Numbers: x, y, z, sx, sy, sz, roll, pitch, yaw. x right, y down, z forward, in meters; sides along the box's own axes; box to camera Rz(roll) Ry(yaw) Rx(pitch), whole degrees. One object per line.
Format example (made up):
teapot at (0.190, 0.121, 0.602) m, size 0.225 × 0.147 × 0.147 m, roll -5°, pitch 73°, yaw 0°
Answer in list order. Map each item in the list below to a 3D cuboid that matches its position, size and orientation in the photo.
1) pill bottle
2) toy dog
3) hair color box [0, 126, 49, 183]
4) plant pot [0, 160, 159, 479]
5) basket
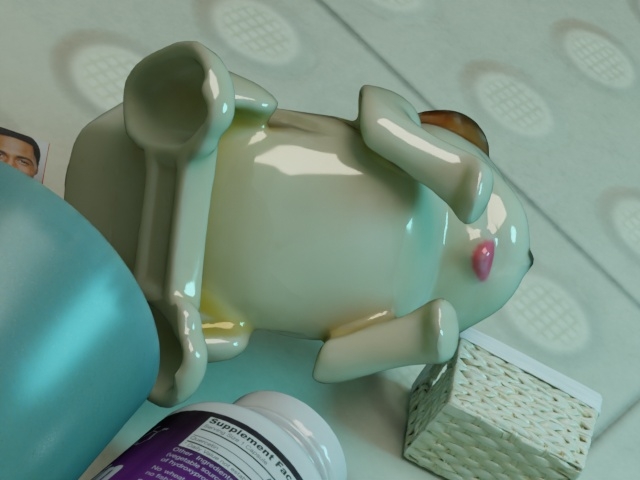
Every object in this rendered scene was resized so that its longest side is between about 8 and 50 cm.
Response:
pill bottle at (-0.111, 0.246, 1.299) m, size 0.181 × 0.181 × 0.323 m, roll 41°, pitch 38°, yaw 8°
toy dog at (0.000, 0.000, 1.480) m, size 0.408 × 0.395 × 0.284 m, roll 4°, pitch 88°, yaw -30°
hair color box at (-0.303, -0.044, 1.575) m, size 0.072 × 0.043 × 0.141 m, roll 18°, pitch 41°, yaw -18°
plant pot at (-0.298, 0.113, 1.194) m, size 0.293 × 0.293 × 0.235 m, roll 33°, pitch 49°, yaw -2°
basket at (0.176, 0.181, 1.624) m, size 0.167 × 0.113 × 0.103 m, roll 27°, pitch 41°, yaw -9°
